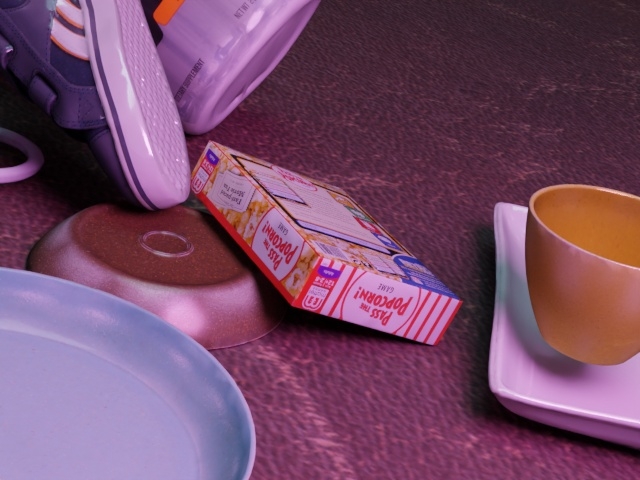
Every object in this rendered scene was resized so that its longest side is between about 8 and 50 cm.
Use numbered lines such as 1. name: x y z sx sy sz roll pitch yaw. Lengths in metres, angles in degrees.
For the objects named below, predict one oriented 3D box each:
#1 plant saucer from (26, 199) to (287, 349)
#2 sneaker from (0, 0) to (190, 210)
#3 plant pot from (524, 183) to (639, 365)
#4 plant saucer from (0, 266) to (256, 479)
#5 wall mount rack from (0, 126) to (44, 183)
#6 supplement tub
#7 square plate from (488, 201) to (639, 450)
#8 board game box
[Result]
1. plant saucer: -0.118 0.016 1.009 0.198 0.036 0.198 12 25 -6
2. sneaker: -0.201 -0.148 1.089 0.127 0.126 0.321 -23 63 7
3. plant pot: 0.201 0.031 0.956 0.134 0.095 0.134 11 26 -5
4. plant saucer: -0.196 0.106 0.768 0.317 0.044 0.317 11 25 -5
5. wall mount rack: -0.399 -0.156 1.111 0.350 0.130 0.304 7 25 -17
6. supplement tub: -0.179 -0.278 1.272 0.338 0.207 0.207 40 27 1
7. square plate: 0.298 0.090 1.056 0.347 0.049 0.344 15 24 1
8. board game box: 0.000 0.000 1.044 0.146 0.045 0.193 18 18 -37
